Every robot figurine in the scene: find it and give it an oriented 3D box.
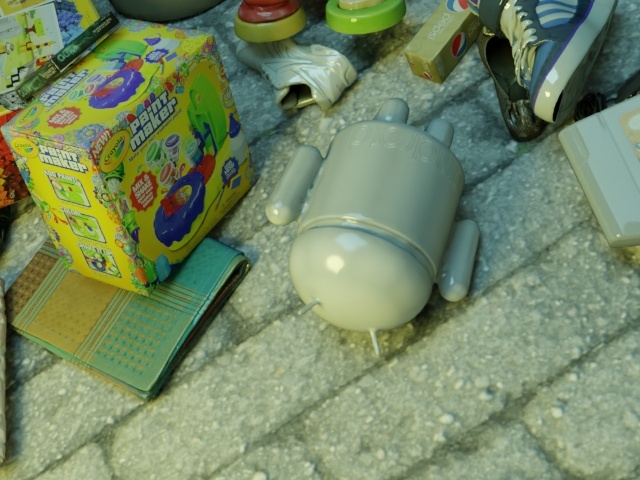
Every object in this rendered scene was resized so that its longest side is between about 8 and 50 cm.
[{"bbox_3d":[0.076,-0.023,1.649,0.300,0.200,0.353,22,62,-4],"label":"robot figurine"}]

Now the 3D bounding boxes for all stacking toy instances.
[{"bbox_3d":[0.013,-0.451,1.975,0.279,0.130,0.309,3,37,20],"label":"stacking toy"}]

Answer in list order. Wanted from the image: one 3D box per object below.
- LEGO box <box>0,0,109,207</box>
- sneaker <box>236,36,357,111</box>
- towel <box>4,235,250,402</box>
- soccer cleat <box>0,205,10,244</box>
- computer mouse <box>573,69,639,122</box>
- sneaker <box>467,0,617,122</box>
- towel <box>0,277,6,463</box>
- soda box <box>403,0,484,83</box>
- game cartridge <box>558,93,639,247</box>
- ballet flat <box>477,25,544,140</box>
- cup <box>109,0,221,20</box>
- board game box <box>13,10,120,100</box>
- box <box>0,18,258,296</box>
[{"bbox_3d":[-0.554,-0.303,2.089,0.372,0.193,0.500,-23,49,-10],"label":"LEGO box"},{"bbox_3d":[-0.060,-0.274,1.969,0.232,0.090,0.115,20,69,34],"label":"sneaker"},{"bbox_3d":[-0.313,0.075,1.855,0.370,0.040,0.271,19,64,35],"label":"towel"},{"bbox_3d":[-0.549,-0.004,1.990,0.072,0.060,0.179,-24,45,52],"label":"soccer cleat"},{"bbox_3d":[0.490,-0.209,1.664,0.272,0.072,0.188,-26,39,9],"label":"computer mouse"},{"bbox_3d":[0.288,-0.310,1.764,0.236,0.130,0.323,21,48,14],"label":"sneaker"},{"bbox_3d":[-0.618,0.238,1.836,0.317,0.053,0.332,-21,53,14],"label":"towel"},{"bbox_3d":[0.212,-0.338,1.915,0.061,0.058,0.181,26,68,35],"label":"soda box"},{"bbox_3d":[0.485,-0.114,1.565,0.297,0.062,0.198,-24,66,7],"label":"game cartridge"},{"bbox_3d":[0.289,-0.257,1.822,0.084,0.058,0.250,-15,51,12],"label":"ballet flat"},{"bbox_3d":[-0.290,-0.602,2.198,0.331,0.237,0.331,-9,54,12],"label":"cup"},{"bbox_3d":[-0.384,-0.276,1.811,0.126,0.026,0.186,-47,17,-28],"label":"board game box"},{"bbox_3d":[-0.272,-0.127,1.786,0.177,0.279,0.290,15,49,32],"label":"box"}]
